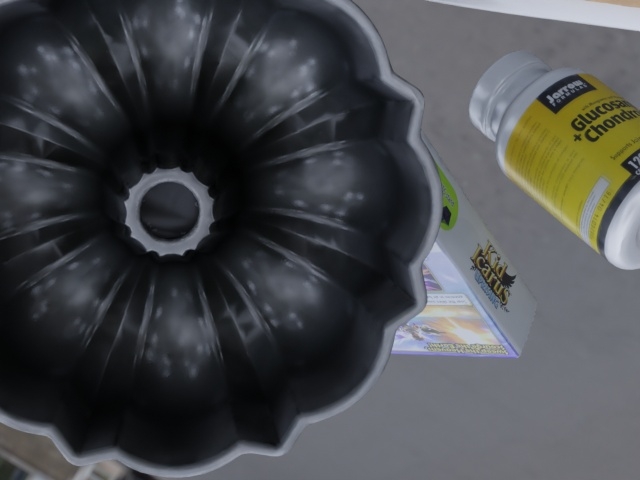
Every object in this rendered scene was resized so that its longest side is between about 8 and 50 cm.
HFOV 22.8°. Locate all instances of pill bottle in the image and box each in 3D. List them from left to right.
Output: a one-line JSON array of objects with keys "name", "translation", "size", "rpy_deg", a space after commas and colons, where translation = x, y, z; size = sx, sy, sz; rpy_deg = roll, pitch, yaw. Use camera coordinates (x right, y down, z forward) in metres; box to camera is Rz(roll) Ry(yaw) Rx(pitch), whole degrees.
[{"name": "pill bottle", "translation": [0.200, -0.068, 1.212], "size": [0.184, 0.103, 0.103], "rpy_deg": [44, 176, 34]}]

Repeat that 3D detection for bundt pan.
[{"name": "bundt pan", "translation": [-0.093, -0.028, 0.995], "size": [0.331, 0.331, 0.124], "rpy_deg": [33, -174, -9]}]

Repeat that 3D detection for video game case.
[{"name": "video game case", "translation": [0.000, 0.000, 1.245], "size": [0.269, 0.061, 0.244], "rpy_deg": [-1, 143, 35]}]

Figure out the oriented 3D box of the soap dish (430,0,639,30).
[{"name": "soap dish", "translation": [0.172, -0.270, 1.055], "size": [0.229, 0.291, 0.118], "rpy_deg": [10, 136, 10]}]
